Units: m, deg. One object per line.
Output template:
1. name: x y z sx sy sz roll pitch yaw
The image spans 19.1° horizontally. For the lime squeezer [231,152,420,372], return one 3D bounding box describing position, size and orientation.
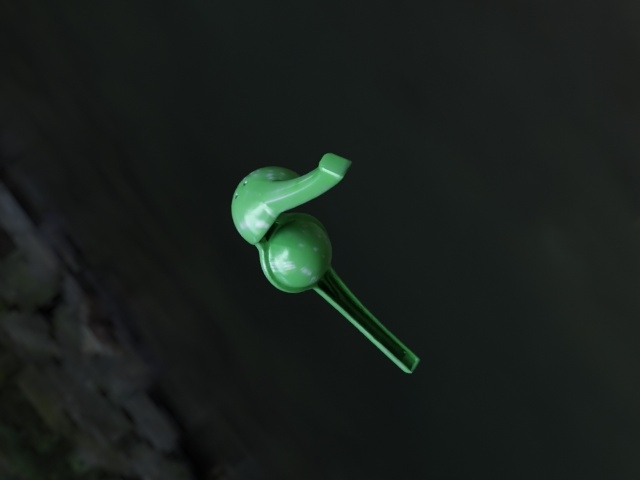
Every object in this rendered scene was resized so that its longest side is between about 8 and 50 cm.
1. lime squeezer: 0.000 0.000 1.304 0.110 0.059 0.310 9 155 16
